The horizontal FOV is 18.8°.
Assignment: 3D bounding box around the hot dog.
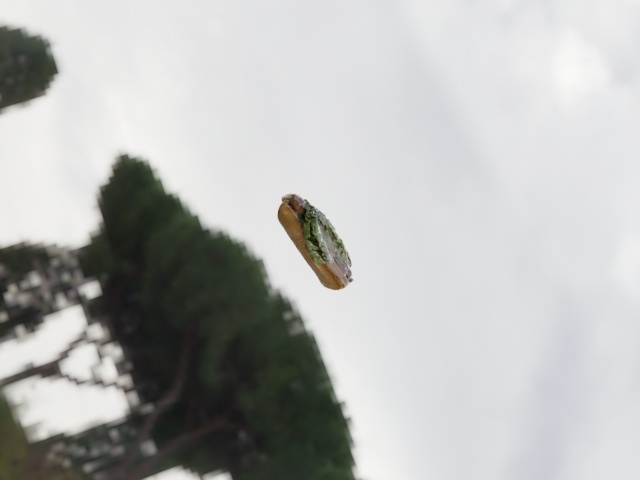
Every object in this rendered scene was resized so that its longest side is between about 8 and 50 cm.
[{"bbox_3d":[0.000,0.000,1.929,0.041,0.056,0.133,-12,-47,30],"label":"hot dog"}]
